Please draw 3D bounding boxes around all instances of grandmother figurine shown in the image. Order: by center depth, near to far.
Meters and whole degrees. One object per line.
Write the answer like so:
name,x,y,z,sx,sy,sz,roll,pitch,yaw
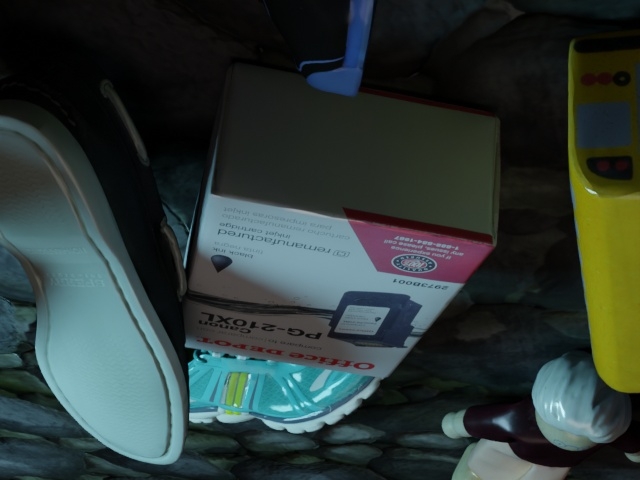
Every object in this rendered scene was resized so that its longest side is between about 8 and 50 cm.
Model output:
grandmother figurine,0.230,0.200,1.095,0.208,0.104,0.342,-3,155,-3

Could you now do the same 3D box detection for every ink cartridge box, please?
ink cartridge box,0.000,0.000,0.742,0.172,0.100,0.237,10,152,-8

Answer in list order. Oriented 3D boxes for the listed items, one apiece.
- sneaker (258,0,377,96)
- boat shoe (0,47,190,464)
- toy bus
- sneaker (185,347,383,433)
sneaker,-0.016,-0.154,0.481,0.090,0.081,0.232,6,146,4
boat shoe,-0.134,0.022,0.710,0.114,0.091,0.302,8,132,18
toy bus,0.216,-0.001,0.671,0.108,0.130,0.333,-3,151,15
sneaker,-0.063,0.104,0.960,0.275,0.107,0.110,-10,139,27
